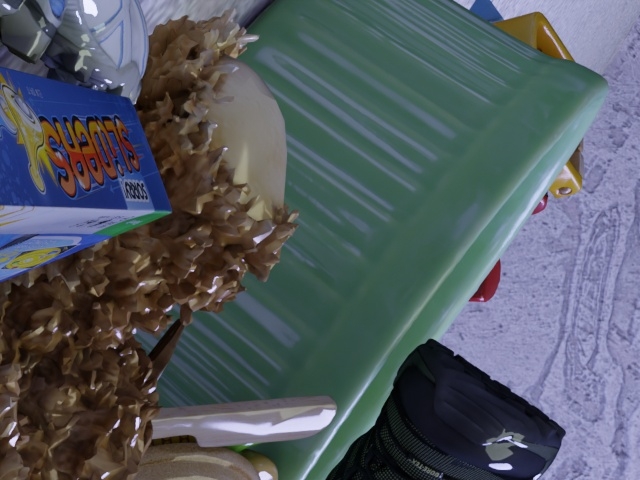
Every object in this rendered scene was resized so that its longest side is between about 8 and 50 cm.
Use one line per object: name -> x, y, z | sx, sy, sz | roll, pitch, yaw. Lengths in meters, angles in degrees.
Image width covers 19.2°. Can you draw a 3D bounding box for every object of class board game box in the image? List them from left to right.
board game box -> -0.122, 0.002, 0.407 | 0.136, 0.035, 0.201 | -21, 177, 9

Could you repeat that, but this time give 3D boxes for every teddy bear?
teddy bear -> -0.124, 0.058, 0.640 | 0.338, 0.113, 0.245 | -53, -167, 17

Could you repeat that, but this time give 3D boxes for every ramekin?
ramekin -> 0.000, 0.000, 0.972 | 0.303, 0.148, 0.303 | -52, 172, -10

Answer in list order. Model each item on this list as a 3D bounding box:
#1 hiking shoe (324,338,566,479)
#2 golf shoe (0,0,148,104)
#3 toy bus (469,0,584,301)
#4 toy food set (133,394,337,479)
hiking shoe -> 0.049, 0.122, 0.914 | 0.114, 0.086, 0.227 | -55, 174, -12
golf shoe -> -0.068, -0.086, 0.492 | 0.176, 0.069, 0.086 | 74, 41, -86
toy bus -> 0.063, -0.071, 1.160 | 0.202, 0.191, 0.104 | -48, 137, -5
toy food set -> -0.082, 0.123, 0.823 | 0.132, 0.038, 0.192 | 0, 135, -33
